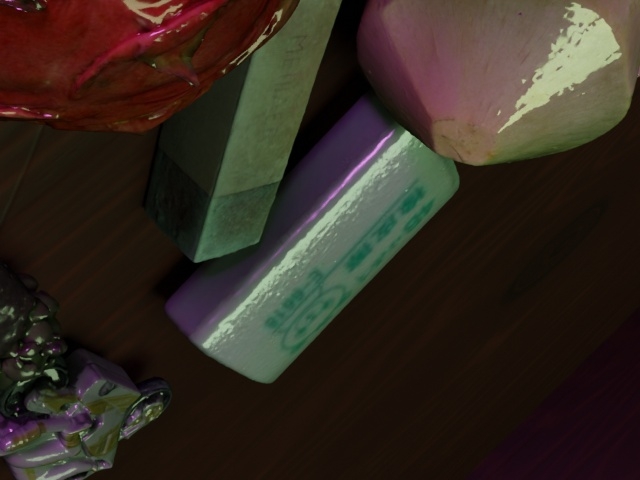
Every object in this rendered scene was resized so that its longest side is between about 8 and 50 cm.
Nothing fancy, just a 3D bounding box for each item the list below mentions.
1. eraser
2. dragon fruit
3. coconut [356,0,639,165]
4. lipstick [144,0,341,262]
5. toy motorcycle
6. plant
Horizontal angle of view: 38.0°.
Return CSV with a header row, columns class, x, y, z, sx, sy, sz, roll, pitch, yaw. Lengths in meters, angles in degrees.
class,x,y,z,sx,sy,sz,roll,pitch,yaw
eraser,0.000,0.000,0.907,0.290,0.104,0.189,-47,158,0
dragon fruit,-0.119,-0.158,0.407,0.241,0.241,0.252,-45,134,-3
coconut,0.141,-0.168,0.733,0.237,0.237,0.197,-37,155,-17
lipstick,-0.045,-0.152,0.671,0.076,0.080,0.371,-18,140,-42
toy motorcycle,-0.233,0.168,0.831,0.152,0.073,0.225,-47,153,6
plant,-0.240,0.051,0.652,0.092,0.094,0.143,-50,149,-18
